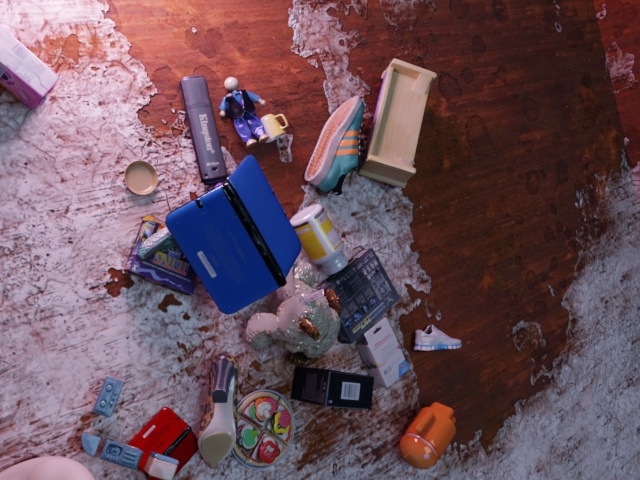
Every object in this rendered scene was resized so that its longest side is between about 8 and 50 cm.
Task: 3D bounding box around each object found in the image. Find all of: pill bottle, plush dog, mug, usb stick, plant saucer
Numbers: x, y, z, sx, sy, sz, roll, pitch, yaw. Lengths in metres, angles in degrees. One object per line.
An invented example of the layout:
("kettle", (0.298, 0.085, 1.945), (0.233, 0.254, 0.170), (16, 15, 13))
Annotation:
("pill bottle", (0.000, 0.000, 1.829), (0.103, 0.103, 0.184), (-40, 108, -33))
("plush dog", (-0.028, 0.217, 1.718), (0.262, 0.211, 0.225), (-57, 143, -4))
("mug", (-0.128, -0.310, 1.794), (0.078, 0.062, 0.064), (-26, 92, 0))
("usb stick", (-0.296, -0.279, 1.677), (0.077, 0.045, 0.277), (-15, 94, -38))
("plant saucer", (-0.429, -0.149, 1.581), (0.084, 0.015, 0.083), (5, 82, -37))

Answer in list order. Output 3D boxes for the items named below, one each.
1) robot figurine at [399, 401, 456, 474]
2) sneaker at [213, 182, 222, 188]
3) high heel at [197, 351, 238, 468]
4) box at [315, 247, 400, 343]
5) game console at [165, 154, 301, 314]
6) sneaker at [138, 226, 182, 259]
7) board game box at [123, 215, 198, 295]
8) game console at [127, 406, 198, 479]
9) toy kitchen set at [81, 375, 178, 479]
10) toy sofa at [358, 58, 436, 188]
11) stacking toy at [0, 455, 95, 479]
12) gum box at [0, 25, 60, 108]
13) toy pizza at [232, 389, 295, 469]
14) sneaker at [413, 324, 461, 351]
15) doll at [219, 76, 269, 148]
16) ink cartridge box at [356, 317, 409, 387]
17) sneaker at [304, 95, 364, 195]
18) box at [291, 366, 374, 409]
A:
("robot figurine", (0.321, 0.591, 1.985), (0.128, 0.158, 0.219), (41, 58, 7))
("sneaker", (-0.210, 0.000, 1.673), (0.146, 0.102, 0.293), (-37, 106, -33))
("high heel", (-0.243, 0.412, 1.631), (0.093, 0.186, 0.261), (7, 114, -6))
("box", (0.106, 0.158, 1.915), (0.233, 0.059, 0.183), (-39, 105, -33))
("game console", (-0.199, -0.015, 1.606), (0.250, 0.173, 0.293), (-29, 112, -2))
("sneaker", (-0.343, 0.003, 1.541), (0.166, 0.065, 0.076), (-40, 111, -30))
("board game box", (-0.365, 0.038, 1.587), (0.170, 0.048, 0.141), (26, 69, -32))
("game console", (-0.370, 0.487, 1.553), (0.124, 0.085, 0.144), (39, 58, 8))
("toy kitchen set", (-0.397, 0.406, 1.438), (0.207, 0.122, 0.166), (23, 70, -13))
("toy sofa", (0.227, -0.350, 2.032), (0.150, 0.177, 0.362), (17, 74, -9))
("stacking toy", (-0.499, 0.694, 1.308), (0.350, 0.351, 0.479), (-47, 131, -31))
("gum box", (-0.645, -0.365, 1.387), (0.188, 0.107, 0.062), (43, 62, -25))
("toy pizza", (-0.144, 0.487, 1.709), (0.201, 0.032, 0.201), (5, 82, -36))
("sneaker", (0.373, 0.307, 2.095), (0.191, 0.071, 0.082), (4, 76, -37))
("doll", (-0.200, -0.342, 1.744), (0.129, 0.046, 0.188), (-25, 87, -19))
("ink cartridge box", (0.176, 0.327, 1.948), (0.104, 0.062, 0.181), (-32, 104, -35))
("sneaker", (0.065, -0.269, 1.913), (0.121, 0.108, 0.302), (34, 74, -30))
("box", (0.032, 0.394, 1.771), (0.156, 0.158, 0.093), (15, 77, -35))
